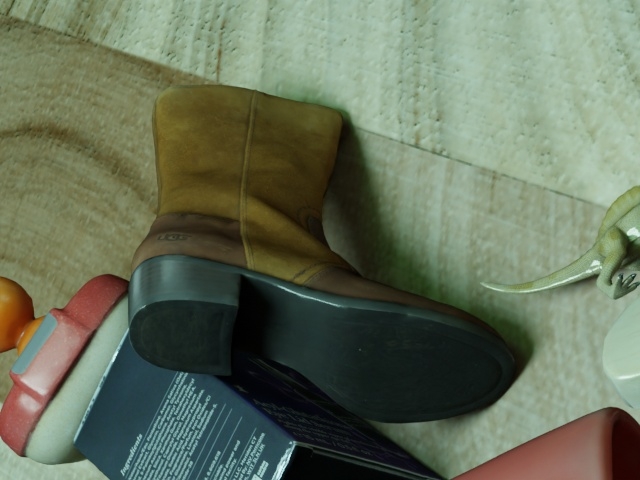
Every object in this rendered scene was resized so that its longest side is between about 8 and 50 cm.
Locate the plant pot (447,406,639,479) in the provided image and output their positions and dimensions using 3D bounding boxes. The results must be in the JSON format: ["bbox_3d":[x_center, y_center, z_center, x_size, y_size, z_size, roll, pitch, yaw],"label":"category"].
[{"bbox_3d":[0.080,0.245,0.887,0.243,0.275,0.275,-18,61,16],"label":"plant pot"}]

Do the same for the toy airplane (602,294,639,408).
[{"bbox_3d":[0.360,-0.026,0.759,0.272,0.384,0.386,61,153,-9],"label":"toy airplane"}]

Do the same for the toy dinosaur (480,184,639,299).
[{"bbox_3d":[0.194,0.005,1.087,0.183,0.053,0.092,-41,34,18],"label":"toy dinosaur"}]

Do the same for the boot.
[{"bbox_3d":[0.000,0.000,1.216,0.280,0.264,0.096,-88,3,-55],"label":"boot"}]

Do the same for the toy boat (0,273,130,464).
[{"bbox_3d":[-0.211,0.081,1.322,0.151,0.231,0.151,33,83,3],"label":"toy boat"}]

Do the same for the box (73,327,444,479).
[{"bbox_3d":[-0.046,0.153,1.185,0.207,0.153,0.108,33,98,46],"label":"box"}]
